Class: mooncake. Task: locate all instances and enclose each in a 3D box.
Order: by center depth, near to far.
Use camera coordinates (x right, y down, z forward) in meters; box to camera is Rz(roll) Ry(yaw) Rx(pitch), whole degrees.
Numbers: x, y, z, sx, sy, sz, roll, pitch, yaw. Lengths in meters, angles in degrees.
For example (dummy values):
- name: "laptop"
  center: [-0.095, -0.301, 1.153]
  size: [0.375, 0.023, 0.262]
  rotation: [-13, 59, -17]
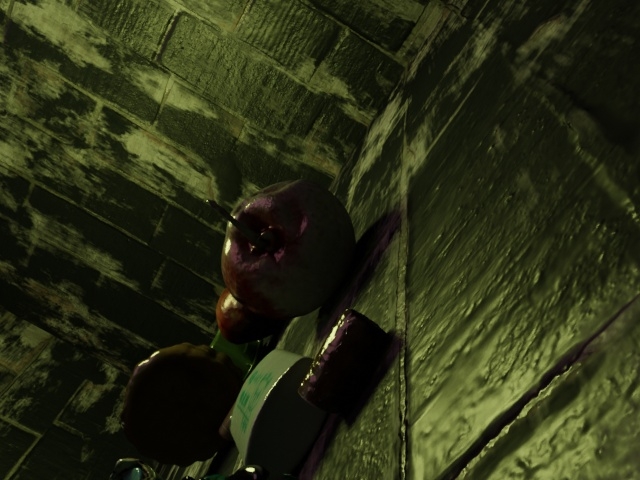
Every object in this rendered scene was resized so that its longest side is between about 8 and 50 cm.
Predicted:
- name: "mooncake"
  center: [-0.368, 0.437, 1.586]
  size: [0.324, 0.324, 0.187]
  rotation: [-60, 1, -2]

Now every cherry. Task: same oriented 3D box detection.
- name: "cherry"
  center: [-0.063, 0.009, 1.319]
  size: [0.335, 0.291, 0.326]
  rotation: [-33, -31, -53]

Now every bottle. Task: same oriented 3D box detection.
- name: "bottle"
  center: [-0.205, 0.440, 1.472]
  size: [0.140, 0.053, 0.053]
  rotation: [-59, 6, 3]

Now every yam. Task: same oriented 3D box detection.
- name: "yam"
  center: [0.033, 0.168, 0.809]
  size: [0.141, 0.079, 0.079]
  rotation: [-60, 6, 4]

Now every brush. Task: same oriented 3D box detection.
- name: "brush"
  center: [0.004, 0.166, 1.261]
  size: [0.018, 0.021, 0.083]
  rotation: [-57, 1, 12]

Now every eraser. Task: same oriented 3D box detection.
- name: "eraser"
  center: [-0.074, 0.283, 0.983]
  size: [0.189, 0.104, 0.290]
  rotation: [-57, 6, -14]

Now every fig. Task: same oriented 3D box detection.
- name: "fig"
  center: [-0.223, 0.218, 1.843]
  size: [0.224, 0.224, 0.263]
  rotation: [-59, 9, 5]

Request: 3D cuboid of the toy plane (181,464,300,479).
- name: "toy plane"
  center: [-0.108, 0.349, 0.742]
  size: [0.382, 0.155, 0.106]
  rotation: [-22, 33, 51]

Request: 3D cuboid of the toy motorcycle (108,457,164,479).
- name: "toy motorcycle"
  center: [-0.500, 0.753, 1.537]
  size: [0.182, 0.241, 0.319]
  rotation: [-123, 38, -65]

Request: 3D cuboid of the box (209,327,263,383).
- name: "box"
  center: [-0.339, 0.454, 1.893]
  size: [0.328, 0.178, 0.252]
  rotation: [-58, 8, 9]
